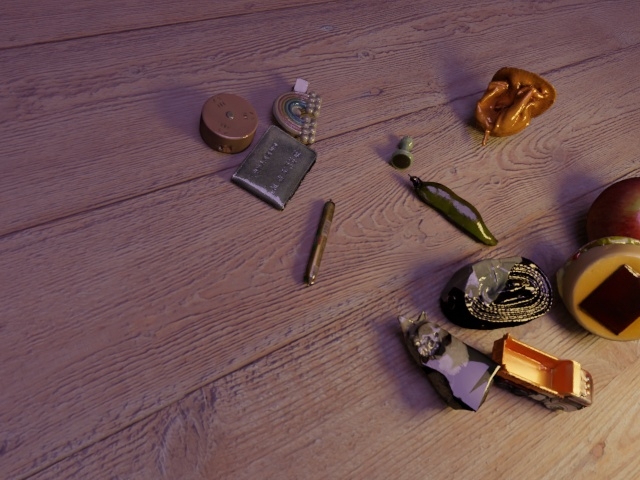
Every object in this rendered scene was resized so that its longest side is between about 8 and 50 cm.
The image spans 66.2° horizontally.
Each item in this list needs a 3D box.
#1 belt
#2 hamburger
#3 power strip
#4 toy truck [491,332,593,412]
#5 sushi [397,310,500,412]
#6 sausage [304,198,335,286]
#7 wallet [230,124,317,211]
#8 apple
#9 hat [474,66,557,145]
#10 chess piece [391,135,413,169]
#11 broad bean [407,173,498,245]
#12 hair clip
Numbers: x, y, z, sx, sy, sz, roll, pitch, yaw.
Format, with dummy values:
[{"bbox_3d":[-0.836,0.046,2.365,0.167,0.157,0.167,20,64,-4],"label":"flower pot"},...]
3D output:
[{"bbox_3d":[0.473,0.140,1.305,0.289,0.164,0.184,-6,73,-19],"label":"belt"},{"bbox_3d":[0.825,0.135,1.370,0.302,0.302,0.170,45,22,5],"label":"hamburger"},{"bbox_3d":[-0.247,-0.312,1.318,0.154,0.078,0.154,8,62,-17],"label":"power strip"},{"bbox_3d":[0.558,0.341,1.252,0.270,0.135,0.114,24,59,-7],"label":"toy truck"},{"bbox_3d":[0.286,0.295,1.211,0.272,0.109,0.134,36,62,17],"label":"sushi"},{"bbox_3d":[0.000,0.000,1.280,0.032,0.033,0.269,21,60,-9],"label":"sausage"},{"bbox_3d":[-0.120,-0.203,1.334,0.167,0.036,0.222,32,60,-2],"label":"wallet"},{"bbox_3d":[0.997,-0.024,1.524,0.344,0.269,0.345,0,80,-1],"label":"apple"},{"bbox_3d":[0.597,-0.395,1.600,0.244,0.233,0.233,26,75,41],"label":"hat"},{"bbox_3d":[0.255,-0.270,1.487,0.067,0.067,0.103,27,51,-6],"label":"chess piece"},{"bbox_3d":[0.395,-0.098,1.450,0.339,0.061,0.077,36,66,1],"label":"broad bean"},{"bbox_3d":[-0.069,-0.380,1.422,0.140,0.054,0.220,17,58,-13],"label":"hair clip"}]
